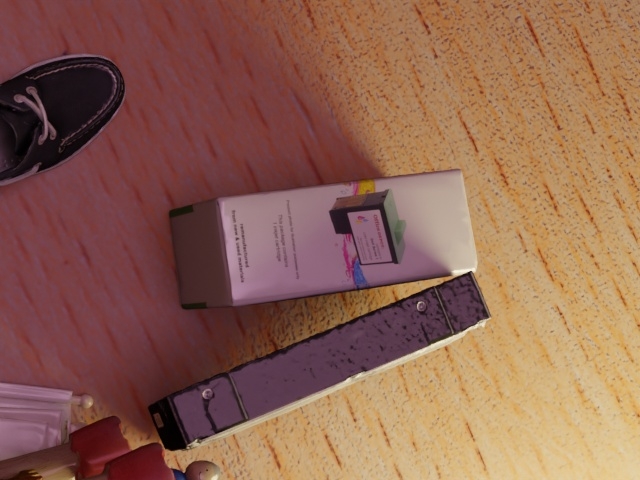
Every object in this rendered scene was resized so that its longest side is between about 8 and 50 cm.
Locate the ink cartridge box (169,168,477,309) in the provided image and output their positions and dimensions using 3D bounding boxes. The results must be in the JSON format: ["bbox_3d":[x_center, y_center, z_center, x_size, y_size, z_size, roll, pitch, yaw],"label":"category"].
[{"bbox_3d":[0.000,0.000,1.895,0.278,0.201,0.117,-7,89,-20],"label":"ink cartridge box"}]

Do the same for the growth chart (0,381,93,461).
[{"bbox_3d":[-0.336,0.261,1.861,0.172,0.021,0.237,17,82,-18],"label":"growth chart"}]

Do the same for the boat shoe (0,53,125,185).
[{"bbox_3d":[-0.330,-0.109,1.844,0.302,0.091,0.114,-33,98,-18],"label":"boat shoe"}]

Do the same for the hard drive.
[{"bbox_3d":[-0.007,0.132,1.850,0.339,0.237,0.064,-23,87,-13],"label":"hard drive"}]

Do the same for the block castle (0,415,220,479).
[{"bbox_3d":[-0.180,0.416,1.751,0.212,0.303,0.453,-13,94,-17],"label":"block castle"}]
